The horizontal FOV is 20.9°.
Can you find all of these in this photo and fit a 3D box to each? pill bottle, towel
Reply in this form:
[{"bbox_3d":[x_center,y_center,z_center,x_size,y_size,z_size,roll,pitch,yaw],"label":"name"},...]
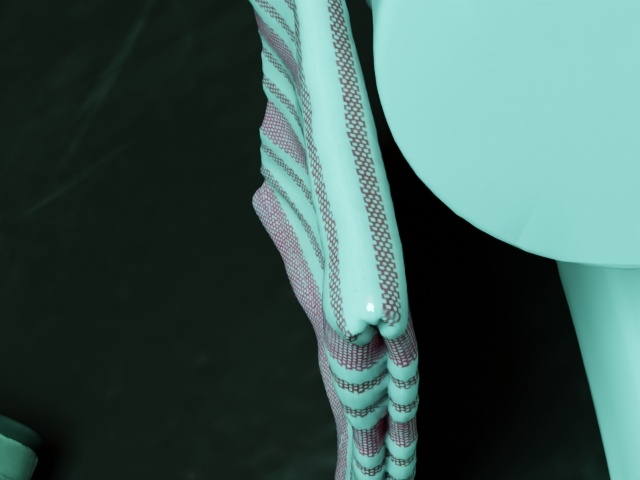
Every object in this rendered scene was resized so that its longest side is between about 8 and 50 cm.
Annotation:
[{"bbox_3d":[0.078,-0.125,0.469,0.153,0.153,0.264,-19,38,19],"label":"pill bottle"},{"bbox_3d":[0.000,0.000,0.489,0.029,0.197,0.144,-11,63,-3],"label":"towel"}]

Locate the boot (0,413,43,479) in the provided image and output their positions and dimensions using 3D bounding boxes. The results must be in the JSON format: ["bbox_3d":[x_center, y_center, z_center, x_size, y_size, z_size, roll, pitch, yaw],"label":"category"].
[{"bbox_3d":[-0.209,0.140,0.607,0.246,0.083,0.161,-9,65,14],"label":"boot"}]

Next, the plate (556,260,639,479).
[{"bbox_3d":[0.189,-0.011,0.440,0.277,0.045,0.278,-24,44,18],"label":"plate"}]
